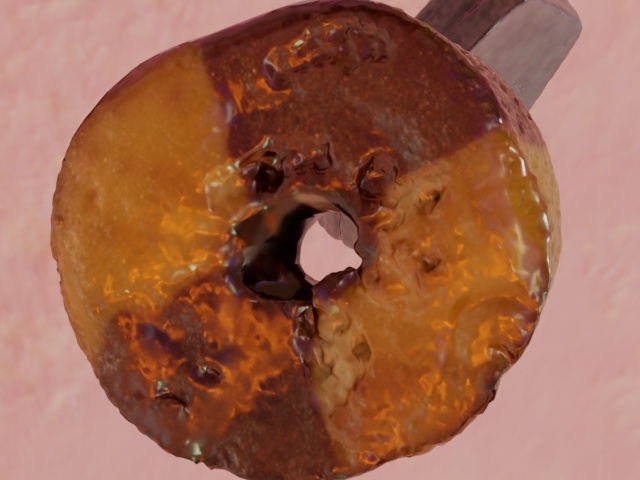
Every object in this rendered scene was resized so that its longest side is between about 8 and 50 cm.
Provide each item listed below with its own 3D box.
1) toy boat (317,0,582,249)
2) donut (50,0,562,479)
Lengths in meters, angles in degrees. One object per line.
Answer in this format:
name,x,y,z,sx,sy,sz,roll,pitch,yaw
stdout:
toy boat,0.092,-0.104,1.402,0.283,0.127,0.078,-54,53,20
donut,0.000,0.000,0.616,0.184,0.073,0.166,-31,81,27
